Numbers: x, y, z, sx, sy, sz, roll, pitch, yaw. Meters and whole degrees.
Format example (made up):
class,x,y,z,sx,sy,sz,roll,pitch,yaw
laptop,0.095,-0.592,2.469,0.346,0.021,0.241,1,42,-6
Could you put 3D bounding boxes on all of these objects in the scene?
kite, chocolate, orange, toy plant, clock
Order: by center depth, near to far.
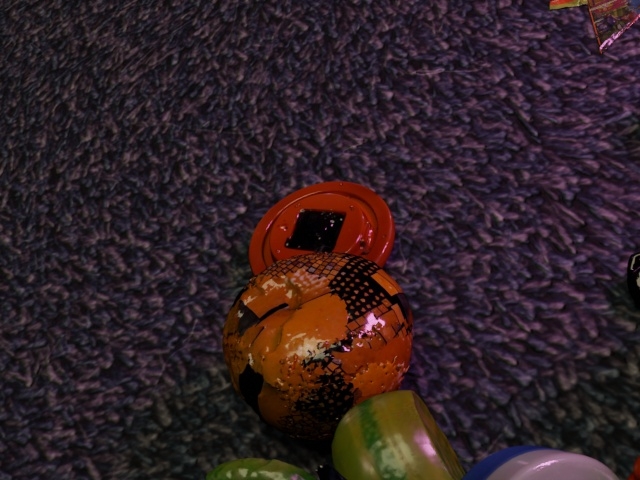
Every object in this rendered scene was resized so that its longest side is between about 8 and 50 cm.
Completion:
class,x,y,z,sx,sy,sz,roll,pitch,yaw
toy plant,-0.001,0.299,1.162,0.316,0.184,0.224,-32,68,6
chocolate,0.421,0.018,1.300,0.147,0.070,0.072,-31,41,-12
orange,0.000,0.120,1.301,0.234,0.182,0.234,-20,38,17
clock,0.000,0.000,1.495,0.205,0.051,0.205,-11,47,12
kite,0.435,-0.365,1.661,0.183,0.014,0.241,-8,50,17

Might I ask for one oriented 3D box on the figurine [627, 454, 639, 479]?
class,x,y,z,sx,sy,sz,roll,pitch,yaw
figurine,0.404,0.248,0.935,0.241,0.306,0.412,9,59,-2

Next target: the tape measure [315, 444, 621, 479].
class,x,y,z,sx,sy,sz,roll,pitch,yaw
tape measure,0.160,0.257,1.027,0.215,0.351,0.098,-47,16,-19
